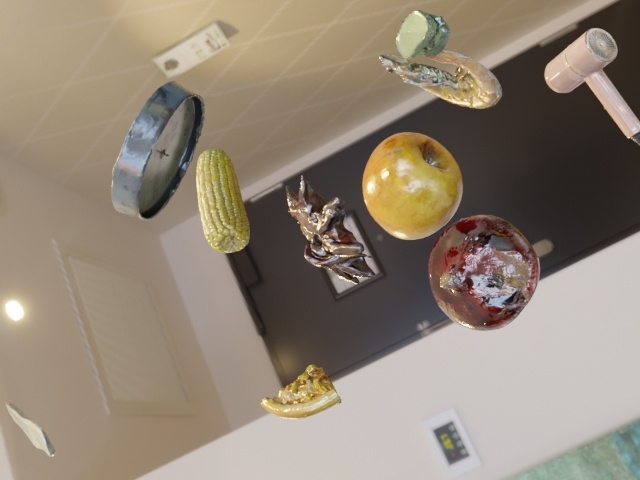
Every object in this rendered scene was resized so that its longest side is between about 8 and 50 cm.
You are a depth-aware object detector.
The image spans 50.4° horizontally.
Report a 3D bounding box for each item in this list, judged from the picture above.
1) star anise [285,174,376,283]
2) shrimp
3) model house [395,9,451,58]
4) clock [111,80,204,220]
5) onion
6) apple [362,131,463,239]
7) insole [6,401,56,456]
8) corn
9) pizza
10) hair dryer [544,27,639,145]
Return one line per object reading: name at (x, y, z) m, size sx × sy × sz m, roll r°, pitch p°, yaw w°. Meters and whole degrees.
star anise at (0.000, 0.000, 1.343) m, size 0.272 × 0.103 × 0.272 m, roll 45°, pitch 160°, yaw 21°
shrimp at (0.222, -0.319, 1.279) m, size 0.251 × 0.052 × 0.143 m, roll 19°, pitch 160°, yaw 17°
model house at (0.179, -0.338, 1.124) m, size 0.083 × 0.078 × 0.066 m, roll -3°, pitch -125°, yaw -32°
clock at (-0.344, -0.188, 1.466) m, size 0.061 × 0.312 × 0.312 m, roll 24°, pitch -173°, yaw 3°
onion at (0.353, 0.079, 1.546) m, size 0.195 × 0.272 × 0.272 m, roll -15°, pitch -105°, yaw -50°
apple at (0.261, -0.153, 1.978) m, size 0.299 × 0.275 × 0.299 m, roll 22°, pitch -135°, yaw -24°
insole at (-0.403, 0.260, 0.941) m, size 0.192 × 0.010 × 0.063 m, roll -1°, pitch 116°, yaw 54°
corn at (-0.284, -0.117, 1.945) m, size 0.131 × 0.131 × 0.344 m, roll 53°, pitch -163°, yaw -51°
pizza at (-0.026, 0.278, 1.266) m, size 0.131 × 0.178 × 0.041 m, roll -48°, pitch -62°, yaw -39°
hair dryer at (0.768, -0.384, 1.848) m, size 0.344 × 0.107 × 0.189 m, roll 57°, pitch 153°, yaw 5°
